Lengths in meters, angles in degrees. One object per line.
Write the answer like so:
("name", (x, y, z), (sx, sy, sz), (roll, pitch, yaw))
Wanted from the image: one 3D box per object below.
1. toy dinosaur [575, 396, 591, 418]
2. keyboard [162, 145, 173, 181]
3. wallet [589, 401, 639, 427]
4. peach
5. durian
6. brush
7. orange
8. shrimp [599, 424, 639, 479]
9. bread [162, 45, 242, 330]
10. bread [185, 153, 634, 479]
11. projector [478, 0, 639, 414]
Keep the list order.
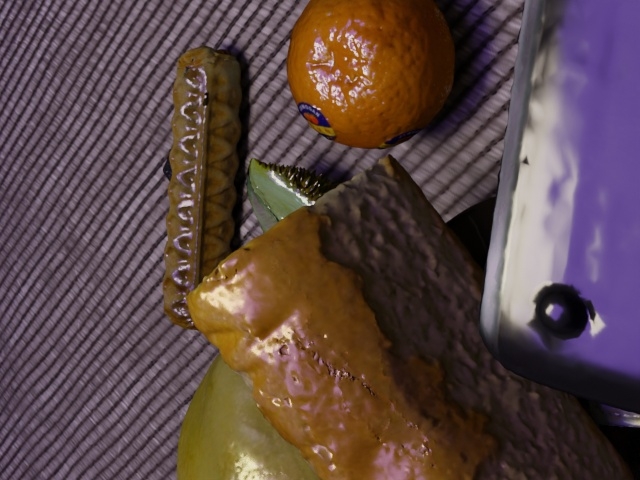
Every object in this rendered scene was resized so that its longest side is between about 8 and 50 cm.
("toy dinosaur", (0.215, 0.163, 1.133), (0.187, 0.044, 0.106), (40, 138, 36))
("keyboard", (-0.168, -0.131, 1.502), (0.053, 0.010, 0.155), (52, 130, 28))
("wallet", (0.327, 0.006, 0.962), (0.223, 0.077, 0.310), (0, 94, 43))
("peach", (0.007, 0.241, 1.175), (0.281, 0.314, 0.316), (-44, 25, 17))
("durian", (0.008, -0.003, 1.284), (0.221, 0.095, 0.137), (53, 165, 24))
("brush", (0.133, 0.027, 1.132), (0.197, 0.123, 0.059), (-45, 68, 41))
("orange", (0.052, -0.180, 1.161), (0.177, 0.155, 0.178), (19, 118, 41))
("shrimp", (0.292, 0.180, 1.061), (0.091, 0.025, 0.127), (-20, 86, 46))
("bread", (-0.150, -0.060, 1.443), (0.077, 0.084, 0.368), (28, 117, 57))
("bread", (0.075, 0.137, 0.979), (0.375, 0.236, 0.165), (52, 146, 2))
("projector", (0.343, -0.066, 0.754), (0.405, 0.242, 0.395), (12, 99, 31))
